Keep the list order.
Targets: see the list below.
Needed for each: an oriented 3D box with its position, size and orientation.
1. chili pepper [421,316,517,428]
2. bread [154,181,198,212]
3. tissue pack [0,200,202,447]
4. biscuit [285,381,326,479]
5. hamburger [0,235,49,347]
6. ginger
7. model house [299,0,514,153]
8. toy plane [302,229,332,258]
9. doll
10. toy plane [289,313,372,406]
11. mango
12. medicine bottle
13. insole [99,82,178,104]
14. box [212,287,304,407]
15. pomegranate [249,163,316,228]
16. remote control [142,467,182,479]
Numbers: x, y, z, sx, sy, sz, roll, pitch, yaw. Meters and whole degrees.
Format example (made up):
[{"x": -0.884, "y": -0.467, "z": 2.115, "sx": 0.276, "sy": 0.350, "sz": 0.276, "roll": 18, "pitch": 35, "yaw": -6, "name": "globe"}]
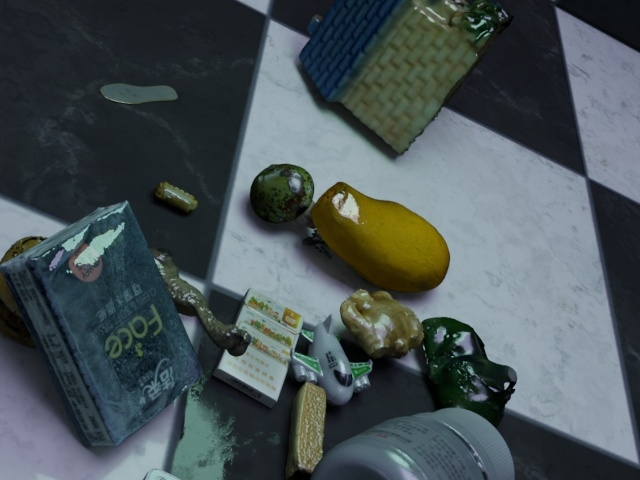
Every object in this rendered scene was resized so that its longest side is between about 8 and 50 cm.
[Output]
[{"x": 0.285, "y": 0.249, "z": 2.049, "sx": 0.148, "sy": 0.116, "sz": 0.264, "roll": 19, "pitch": 41, "yaw": -34, "name": "chili pepper"}, {"x": -0.279, "y": -0.082, "z": 2.037, "sx": 0.088, "sy": 0.033, "sz": 0.049, "roll": 27, "pitch": 24, "yaw": -18, "name": "bread"}, {"x": -0.326, "y": 0.126, "z": 1.609, "sx": 0.228, "sy": 0.103, "sz": 0.315, "roll": -39, "pitch": 113, "yaw": -49, "name": "tissue pack"}, {"x": -0.026, "y": 0.328, "z": 1.778, "sx": 0.052, "sy": 0.056, "sz": 0.188, "roll": 23, "pitch": 40, "yaw": -14, "name": "biscuit"}, {"x": -0.441, "y": 0.074, "z": 1.680, "sx": 0.177, "sy": 0.113, "sz": 0.185, "roll": 43, "pitch": 38, "yaw": 11, "name": "hamburger"}, {"x": 0.124, "y": 0.163, "z": 2.030, "sx": 0.157, "sy": 0.102, "sz": 0.216, "roll": 39, "pitch": 23, "yaw": 20, "name": "ginger"}, {"x": 0.203, "y": -0.512, "z": 2.589, "sx": 0.400, "sy": 0.395, "sz": 0.445, "roll": 36, "pitch": 29, "yaw": 4, "name": "model house"}, {"x": 0.000, "y": 0.000, "z": 2.168, "sx": 0.083, "sy": 0.031, "sz": 0.078, "roll": 4, "pitch": 60, "yaw": -38, "name": "toy plane"}, {"x": -0.234, "y": 0.094, "z": 1.765, "sx": 0.203, "sy": 0.091, "sz": 0.286, "roll": 23, "pitch": 9, "yaw": -25, "name": "doll"}, {"x": 0.019, "y": 0.221, "z": 1.906, "sx": 0.174, "sy": 0.080, "sz": 0.174, "roll": 23, "pitch": 40, "yaw": -20, "name": "toy plane"}, {"x": 0.126, "y": 0.003, "z": 2.150, "sx": 0.359, "sy": 0.144, "sz": 0.187, "roll": 21, "pitch": 57, "yaw": -34, "name": "mango"}, {"x": 0.152, "y": 0.402, "z": 1.681, "sx": 0.306, "sy": 0.245, "sz": 0.245, "roll": -12, "pitch": 57, "yaw": -51, "name": "medicine bottle"}, {"x": -0.381, "y": -0.311, "z": 2.226, "sx": 0.188, "sy": 0.004, "sz": 0.064, "roll": -8, "pitch": 56, "yaw": -42, "name": "insole"}, {"x": -0.106, "y": 0.188, "z": 1.883, "sx": 0.122, "sy": 0.032, "sz": 0.220, "roll": 30, "pitch": 37, "yaw": -9, "name": "box"}, {"x": -0.062, "y": -0.092, "z": 2.137, "sx": 0.163, "sy": 0.138, "sz": 0.125, "roll": 12, "pitch": 70, "yaw": -42, "name": "pomegranate"}, {"x": -0.162, "y": 0.434, "z": 1.577, "sx": 0.250, "sy": 0.034, "sz": 0.103, "roll": 29, "pitch": 38, "yaw": -8, "name": "remote control"}]
